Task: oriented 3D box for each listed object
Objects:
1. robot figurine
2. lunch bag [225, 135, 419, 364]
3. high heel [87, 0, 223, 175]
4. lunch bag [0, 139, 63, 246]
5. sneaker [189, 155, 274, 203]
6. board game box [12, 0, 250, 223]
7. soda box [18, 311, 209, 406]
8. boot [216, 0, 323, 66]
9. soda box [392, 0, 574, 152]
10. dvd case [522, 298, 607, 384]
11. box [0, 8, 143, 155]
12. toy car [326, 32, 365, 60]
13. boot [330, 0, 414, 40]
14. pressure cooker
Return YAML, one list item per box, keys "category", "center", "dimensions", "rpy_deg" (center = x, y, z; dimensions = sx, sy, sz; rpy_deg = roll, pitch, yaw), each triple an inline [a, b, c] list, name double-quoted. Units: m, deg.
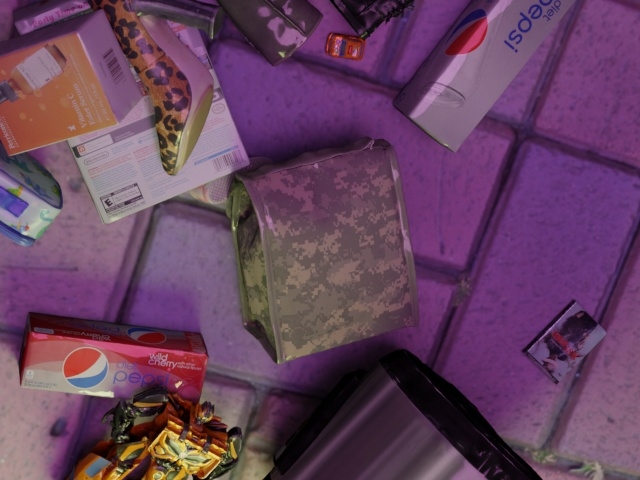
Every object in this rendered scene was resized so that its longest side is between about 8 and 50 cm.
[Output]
- category: "robot figurine"
  center: [-0.250, 0.335, 2.041]
  dimensions: [0.211, 0.085, 0.291]
  rpy_deg: [32, 121, -25]
- category: "lunch bag"
  center: [0.000, 0.000, 1.984]
  dimensions: [0.235, 0.169, 0.287]
  rpy_deg: [-14, 116, -19]
- category: "high heel"
  center: [-0.236, -0.220, 1.823]
  dimensions: [0.186, 0.093, 0.261]
  rpy_deg: [19, 121, 9]
- category: "lunch bag"
  center: [-0.450, -0.091, 1.840]
  dimensions: [0.219, 0.176, 0.090]
  rpy_deg: [37, 96, -23]
- category: "sneaker"
  center: [-0.132, -0.090, 1.997]
  dimensions: [0.134, 0.070, 0.051]
  rpy_deg: [-25, 112, -38]
- category: "board game box"
  center: [-0.257, -0.206, 1.895]
  dimensions: [0.224, 0.097, 0.303]
  rpy_deg: [-22, 113, -6]
- category: "soda box"
  center: [-0.301, 0.175, 2.019]
  dimensions: [0.263, 0.083, 0.092]
  rpy_deg: [8, 106, -17]
- category: "boot"
  center: [-0.075, -0.368, 1.900]
  dimensions: [0.208, 0.076, 0.189]
  rpy_deg: [39, 108, -16]
- category: "soda box"
  center: [0.234, -0.273, 2.002]
  dimensions: [0.098, 0.091, 0.286]
  rpy_deg: [36, 96, -22]
- category: "dvd case"
  center: [0.394, 0.164, 2.233]
  dimensions: [0.119, 0.013, 0.087]
  rpy_deg: [-45, 113, 4]
- category: "box"
  center: [-0.337, -0.199, 1.762]
  dimensions: [0.170, 0.091, 0.130]
  rpy_deg: [-14, 113, 22]
- category: "toy car"
  center: [0.058, -0.307, 1.972]
  dimensions: [0.060, 0.040, 0.122]
  rpy_deg: [24, 101, -21]
- category: "boot"
  center: [0.067, -0.350, 1.942]
  dimensions: [0.099, 0.045, 0.121]
  rpy_deg: [-39, 87, 2]
- category: "pressure cooker"
  center: [0.099, 0.417, 2.048]
  dimensions: [0.420, 0.375, 0.370]
  rpy_deg: [-46, 116, 3]
